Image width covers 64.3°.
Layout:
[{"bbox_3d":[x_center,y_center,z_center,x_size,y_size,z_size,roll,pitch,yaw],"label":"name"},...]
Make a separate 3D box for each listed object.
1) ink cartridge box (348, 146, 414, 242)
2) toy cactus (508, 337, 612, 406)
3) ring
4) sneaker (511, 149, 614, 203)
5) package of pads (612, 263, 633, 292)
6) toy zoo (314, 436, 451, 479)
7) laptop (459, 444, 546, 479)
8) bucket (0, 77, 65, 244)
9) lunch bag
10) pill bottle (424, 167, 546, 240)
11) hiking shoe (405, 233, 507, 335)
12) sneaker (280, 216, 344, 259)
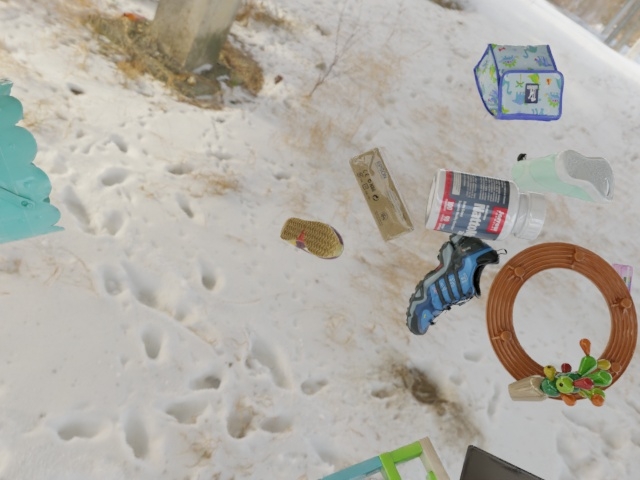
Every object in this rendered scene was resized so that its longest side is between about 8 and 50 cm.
[{"bbox_3d":[0.168,-0.127,1.362,0.234,0.088,0.193,65,14,-4],"label":"ink cartridge box"},{"bbox_3d":[0.443,0.262,0.957,0.219,0.181,0.112,-2,73,-59],"label":"toy cactus"},{"bbox_3d":[0.515,0.166,1.072,0.337,0.336,0.032,35,-10,2],"label":"ring"},{"bbox_3d":[0.536,-0.138,1.130,0.256,0.151,0.094,14,82,-35],"label":"sneaker"},{"bbox_3d":[0.711,0.097,1.205,0.032,0.083,0.050,3,5,1],"label":"package of pads"},{"bbox_3d":[0.033,0.356,0.552,0.294,0.030,0.192,-15,52,-17],"label":"toy zoo"},{"bbox_3d":[0.443,0.624,0.876,0.409,0.381,0.236,16,-5,-5],"label":"laptop"},{"bbox_3d":[-0.548,-0.112,0.810,0.183,0.281,0.281,-21,58,-28],"label":"bucket"},{"bbox_3d":[0.374,-0.290,0.956,0.129,0.096,0.151,-2,69,-8],"label":"lunch bag"},{"bbox_3d":[0.276,-0.056,0.861,0.180,0.107,0.108,10,32,5],"label":"pill bottle"},{"bbox_3d":[0.315,0.122,1.237,0.132,0.303,0.113,36,23,28],"label":"hiking shoe"},{"bbox_3d":[0.000,0.000,1.026,0.084,0.069,0.186,25,0,-40],"label":"sneaker"}]
